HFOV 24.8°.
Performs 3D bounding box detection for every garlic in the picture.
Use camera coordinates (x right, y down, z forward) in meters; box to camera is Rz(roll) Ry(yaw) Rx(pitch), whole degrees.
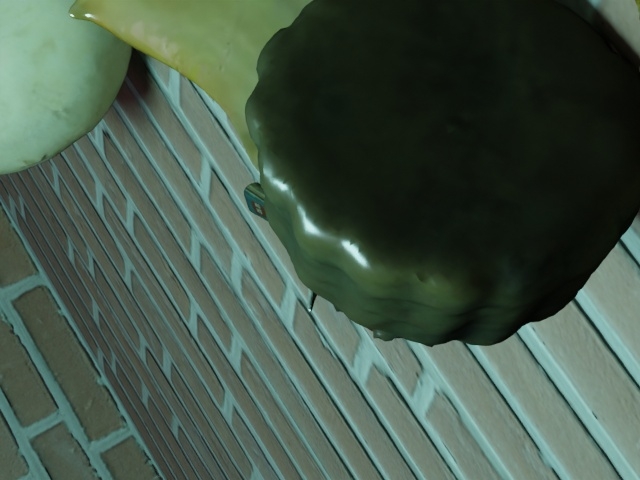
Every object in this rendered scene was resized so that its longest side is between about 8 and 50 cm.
[{"bbox_3d":[-0.021,-0.117,1.042,0.338,0.196,0.151,50,173,27],"label":"garlic"}]

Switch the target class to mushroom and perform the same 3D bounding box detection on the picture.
[{"bbox_3d":[-0.347,-0.215,1.702,0.314,0.314,0.336,59,-173,13],"label":"mushroom"}]

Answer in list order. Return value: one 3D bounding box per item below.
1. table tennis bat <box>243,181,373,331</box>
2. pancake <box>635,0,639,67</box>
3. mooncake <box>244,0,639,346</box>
[{"bbox_3d":[0.000,0.000,1.393,0.274,0.021,0.154,33,145,52],"label":"table tennis bat"},{"bbox_3d":[0.251,-0.053,0.609,0.356,0.065,0.356,51,156,33],"label":"pancake"},{"bbox_3d":[0.070,-0.046,0.840,0.228,0.228,0.124,55,162,23],"label":"mooncake"}]
